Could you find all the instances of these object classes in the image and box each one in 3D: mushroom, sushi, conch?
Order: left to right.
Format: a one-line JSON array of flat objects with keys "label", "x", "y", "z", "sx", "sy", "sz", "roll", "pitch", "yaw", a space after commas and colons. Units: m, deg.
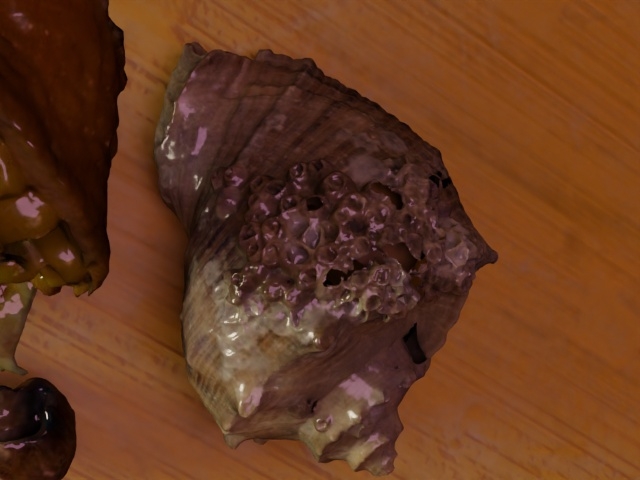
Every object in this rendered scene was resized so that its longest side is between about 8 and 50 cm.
[{"label": "sushi", "x": -0.181, "y": -0.101, "z": 0.512, "sx": 0.179, "sy": 0.167, "sz": 0.296, "roll": -37, "pitch": 118, "yaw": -28}, {"label": "mushroom", "x": -0.211, "y": 0.080, "z": 0.638, "sx": 0.187, "sy": 0.061, "sz": 0.060, "roll": 15, "pitch": 72, "yaw": -8}, {"label": "conch", "x": 0.000, "y": 0.000, "z": 0.680, "sx": 0.178, "sy": 0.163, "sz": 0.245, "roll": -16, "pitch": 78, "yaw": -51}]

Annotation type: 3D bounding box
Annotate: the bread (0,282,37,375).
[{"label": "bread", "x": -0.249, "y": -0.021, "z": 0.596, "sx": 0.269, "sy": 0.087, "sz": 0.098, "roll": 19, "pitch": 100, "yaw": -18}]
